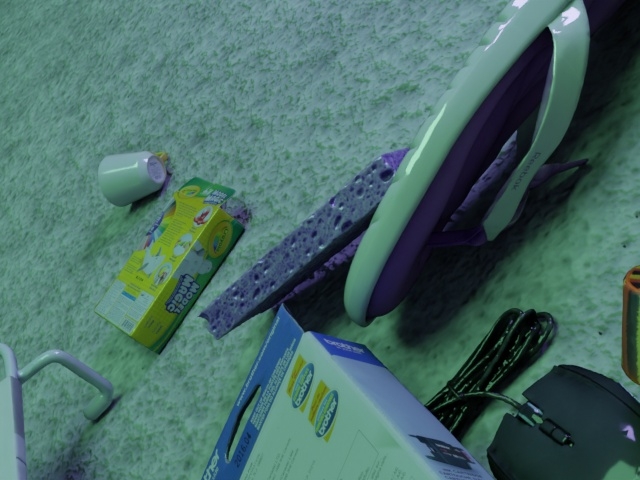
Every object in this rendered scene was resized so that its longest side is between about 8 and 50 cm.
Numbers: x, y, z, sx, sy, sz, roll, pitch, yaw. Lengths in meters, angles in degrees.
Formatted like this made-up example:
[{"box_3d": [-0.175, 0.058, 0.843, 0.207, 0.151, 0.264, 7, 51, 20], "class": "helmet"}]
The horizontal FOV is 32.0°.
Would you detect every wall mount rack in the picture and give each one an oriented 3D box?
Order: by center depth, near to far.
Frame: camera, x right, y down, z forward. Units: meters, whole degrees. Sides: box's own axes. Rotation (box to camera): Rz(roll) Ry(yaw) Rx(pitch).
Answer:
[{"box_3d": [-0.313, 0.269, 1.016, 0.304, 0.130, 0.350, -39, 35, 10], "class": "wall mount rack"}]

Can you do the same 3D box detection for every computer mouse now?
[{"box_3d": [0.122, 0.148, 0.680, 0.184, 0.060, 0.262, -47, 33, 3], "class": "computer mouse"}]

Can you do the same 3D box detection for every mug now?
[{"box_3d": [-0.213, -0.082, 1.297, 0.064, 0.062, 0.078, -13, 54, 32], "class": "mug"}]

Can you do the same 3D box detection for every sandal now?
[{"box_3d": [0.162, -0.099, 0.831, 0.102, 0.169, 0.416, 33, 82, 16], "class": "sandal"}]

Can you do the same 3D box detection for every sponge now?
[{"box_3d": [0.000, 0.000, 0.923, 0.210, 0.031, 0.117, -40, -6, 21], "class": "sponge"}]

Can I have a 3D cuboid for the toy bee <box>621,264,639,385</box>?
[{"box_3d": [0.242, 0.053, 0.510, 0.298, 0.162, 0.195, -22, 80, 52], "class": "toy bee"}]

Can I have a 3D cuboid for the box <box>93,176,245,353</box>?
[{"box_3d": [-0.149, 0.019, 1.138, 0.179, 0.043, 0.105, -58, 34, -7], "class": "box"}]

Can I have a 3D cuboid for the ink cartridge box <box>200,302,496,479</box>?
[{"box_3d": [0.018, 0.187, 0.713, 0.311, 0.065, 0.186, 41, 112, 54], "class": "ink cartridge box"}]
